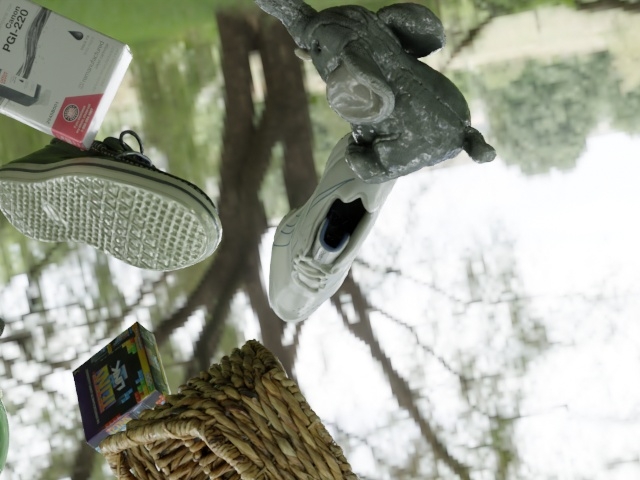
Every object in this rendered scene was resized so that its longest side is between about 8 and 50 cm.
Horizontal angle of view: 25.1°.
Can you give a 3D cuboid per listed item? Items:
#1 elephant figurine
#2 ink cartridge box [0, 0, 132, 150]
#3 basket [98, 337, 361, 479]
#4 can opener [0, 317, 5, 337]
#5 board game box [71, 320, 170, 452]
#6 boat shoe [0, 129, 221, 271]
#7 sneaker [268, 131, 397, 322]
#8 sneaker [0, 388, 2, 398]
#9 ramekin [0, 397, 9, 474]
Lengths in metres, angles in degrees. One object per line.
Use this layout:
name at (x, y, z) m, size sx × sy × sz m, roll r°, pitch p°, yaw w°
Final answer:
elephant figurine at (0.055, -0.186, 1.561) m, size 0.186 × 0.239 × 0.169 m, roll -21°, pitch -141°, yaw 12°
ink cartridge box at (-0.396, -0.243, 2.013) m, size 0.217 × 0.159 × 0.092 m, roll 24°, pitch 177°, yaw 0°
basket at (-0.066, 0.292, 1.550) m, size 0.223 × 0.299 × 0.213 m, roll -34°, pitch -167°, yaw -7°
can opener at (-0.640, 0.081, 2.355) m, size 0.095 × 0.283 × 0.076 m, roll -42°, pitch -171°, yaw 42°
board game box at (-0.309, 0.227, 2.228) m, size 0.141 × 0.048 × 0.170 m, roll -37°, pitch -142°, yaw 9°
boat shoe at (-0.305, -0.073, 2.134) m, size 0.500 × 0.187 × 0.156 m, roll 8°, pitch -138°, yaw 48°
sneaker at (0.000, 0.000, 1.779) m, size 0.111 × 0.297 × 0.129 m, roll 25°, pitch -142°, yaw -2°
sneaker at (-0.597, 0.311, 2.478) m, size 0.081 × 0.094 × 0.208 m, roll -32°, pitch -174°, yaw 18°
ramekin at (-0.627, 0.276, 2.171) m, size 0.303 × 0.303 × 0.148 m, roll -12°, pitch -160°, yaw -11°
